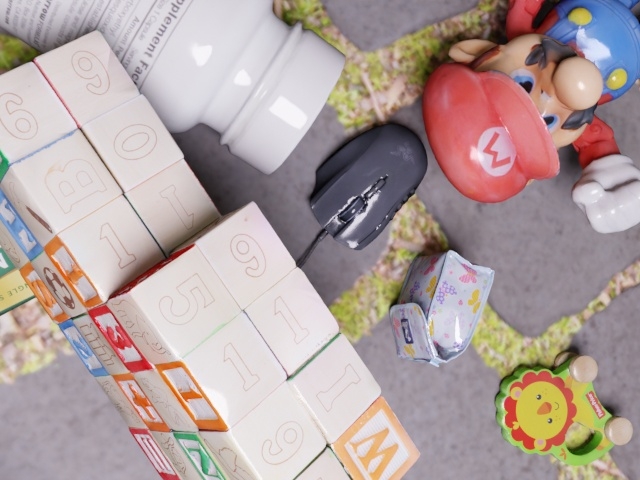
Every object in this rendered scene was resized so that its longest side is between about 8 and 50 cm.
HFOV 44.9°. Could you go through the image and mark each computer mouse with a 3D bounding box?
[{"bbox_3d":[0.000,0.000,0.592,0.071,0.041,0.242,43,75,-11],"label":"computer mouse"}]

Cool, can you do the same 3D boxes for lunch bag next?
[{"bbox_3d":[0.088,0.054,0.599,0.053,0.071,0.083,23,80,-12],"label":"lunch bag"}]

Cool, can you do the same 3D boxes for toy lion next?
[{"bbox_3d":[0.198,0.147,0.649,0.096,0.034,0.100,-33,96,-10],"label":"toy lion"}]

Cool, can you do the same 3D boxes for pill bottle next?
[{"bbox_3d":[-0.103,-0.149,0.524,0.229,0.131,0.131,33,77,-12],"label":"pill bottle"}]

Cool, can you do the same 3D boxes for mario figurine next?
[{"bbox_3d":[0.216,-0.139,0.599,0.320,0.170,0.198,-38,63,-24],"label":"mario figurine"}]

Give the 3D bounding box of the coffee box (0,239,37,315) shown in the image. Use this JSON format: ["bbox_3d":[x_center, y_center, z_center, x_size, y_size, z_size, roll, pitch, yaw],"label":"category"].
[{"bbox_3d":[-0.255,-0.030,0.505,0.113,0.040,0.184,-28,95,-30],"label":"coffee box"}]

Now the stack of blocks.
[{"bbox_3d":[-0.092,0.035,0.460,0.087,0.171,0.297,-37,98,-31],"label":"stack of blocks"}]
